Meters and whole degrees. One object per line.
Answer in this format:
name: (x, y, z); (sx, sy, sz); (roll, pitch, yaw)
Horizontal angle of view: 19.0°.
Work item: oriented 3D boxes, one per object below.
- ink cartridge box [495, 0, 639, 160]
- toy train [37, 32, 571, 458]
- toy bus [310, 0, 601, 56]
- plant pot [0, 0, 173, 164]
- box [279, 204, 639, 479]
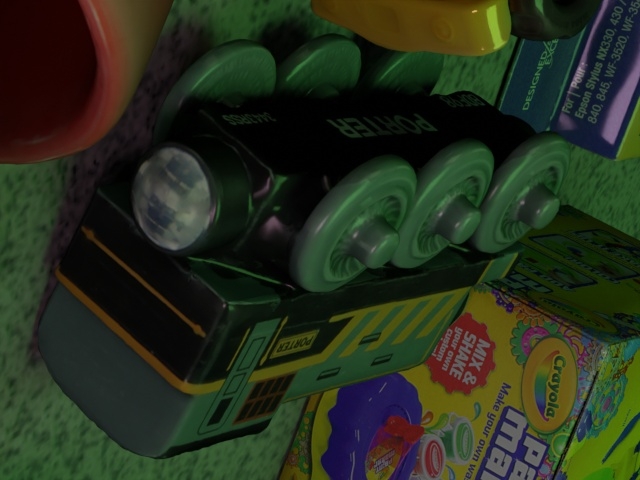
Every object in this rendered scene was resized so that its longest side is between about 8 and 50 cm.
ink cartridge box: (0.259, -0.205, 1.304); (0.307, 0.072, 0.304); (-14, 127, -57)
toy train: (0.000, 0.000, 0.995); (0.334, 0.142, 0.190); (-11, 136, -57)
toy bus: (0.087, -0.223, 0.931); (0.220, 0.149, 0.211); (-41, 133, -30)
plant pot: (-0.114, -0.191, 0.502); (0.243, 0.275, 0.275); (-62, 154, -20)
box: (0.126, 0.146, 1.280); (0.279, 0.177, 0.290); (-5, 120, -58)
